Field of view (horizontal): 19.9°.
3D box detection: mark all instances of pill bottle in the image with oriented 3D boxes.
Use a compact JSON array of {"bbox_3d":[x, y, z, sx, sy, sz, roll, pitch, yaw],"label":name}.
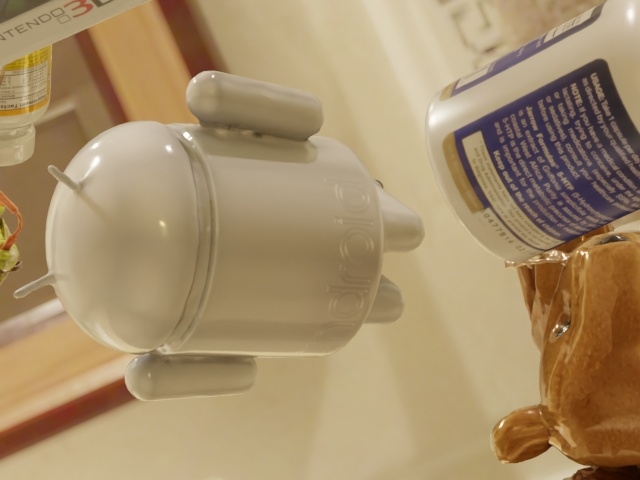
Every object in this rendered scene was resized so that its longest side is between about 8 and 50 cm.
[{"bbox_3d":[0.161,-0.071,0.997,0.186,0.112,0.112,-26,-2,32],"label":"pill bottle"},{"bbox_3d":[-0.341,-0.189,1.912,0.117,0.208,0.117,5,27,-3],"label":"pill bottle"}]

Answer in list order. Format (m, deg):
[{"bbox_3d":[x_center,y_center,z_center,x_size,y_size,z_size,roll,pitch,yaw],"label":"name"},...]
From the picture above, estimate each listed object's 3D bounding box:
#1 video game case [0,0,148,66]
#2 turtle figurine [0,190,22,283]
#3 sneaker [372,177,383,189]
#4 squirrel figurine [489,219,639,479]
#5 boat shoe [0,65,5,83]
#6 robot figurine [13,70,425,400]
[{"bbox_3d":[-0.151,-0.143,0.745,0.173,0.022,0.190,-21,-37,17],"label":"video game case"},{"bbox_3d":[-0.394,0.029,2.085,0.087,0.217,0.269,6,8,-36],"label":"turtle figurine"},{"bbox_3d":[0.000,0.000,1.964,0.224,0.098,0.083,106,-178,-48],"label":"sneaker"},{"bbox_3d":[0.263,0.134,1.393,0.281,0.397,0.370,1,9,14],"label":"squirrel figurine"},{"bbox_3d":[-0.320,-0.036,1.423,0.341,0.110,0.122,-46,28,37],"label":"boat shoe"},{"bbox_3d":[-0.086,0.001,1.580,0.353,0.300,0.200,3,17,-31],"label":"robot figurine"}]
